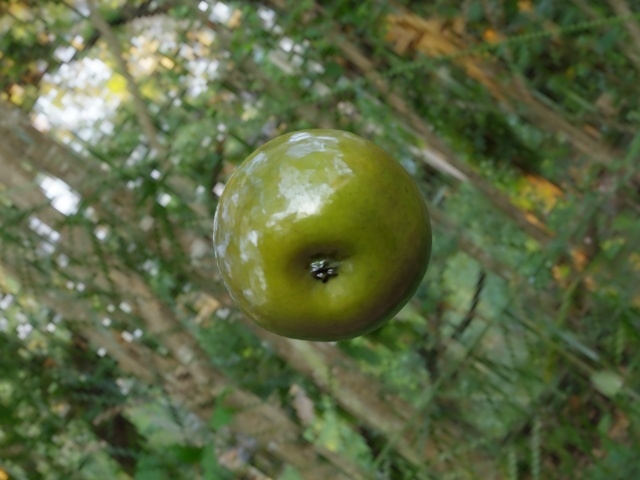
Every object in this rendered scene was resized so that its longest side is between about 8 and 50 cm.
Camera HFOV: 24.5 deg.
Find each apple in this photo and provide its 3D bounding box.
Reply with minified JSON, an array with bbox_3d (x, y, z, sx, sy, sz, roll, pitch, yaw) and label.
[{"bbox_3d":[0.000,0.000,0.598,0.089,0.090,0.074,-57,14,21],"label":"apple"}]
